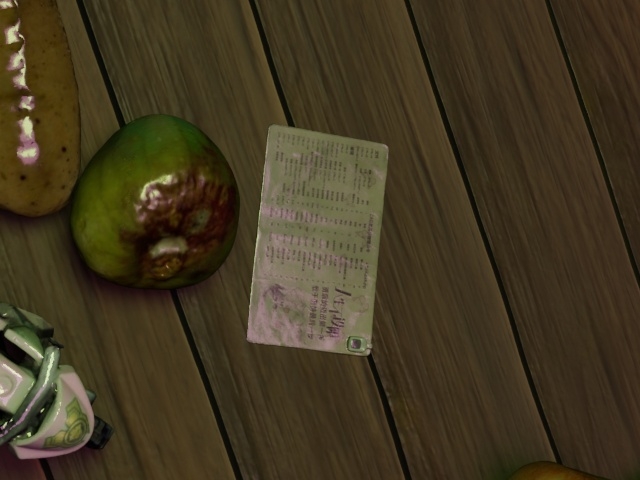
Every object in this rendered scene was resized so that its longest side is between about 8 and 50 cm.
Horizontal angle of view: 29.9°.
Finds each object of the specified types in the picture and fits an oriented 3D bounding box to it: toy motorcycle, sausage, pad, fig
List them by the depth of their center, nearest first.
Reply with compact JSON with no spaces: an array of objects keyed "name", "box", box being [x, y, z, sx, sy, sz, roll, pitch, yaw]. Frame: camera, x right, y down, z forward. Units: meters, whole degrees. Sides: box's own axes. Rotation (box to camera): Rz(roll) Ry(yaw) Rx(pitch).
[{"name":"toy motorcycle","box":[-0.345,0.123,1.202,0.327,0.188,0.143,35,81,-14]},{"name":"sausage","box":[-0.353,-0.269,1.274,0.136,0.123,0.501,-15,90,15]},{"name":"fig","box":[-0.177,-0.045,1.295,0.181,0.181,0.191,11,55,-19]},{"name":"pad","box":[0.000,0.000,1.436,0.159,0.009,0.265,8,82,-19]}]

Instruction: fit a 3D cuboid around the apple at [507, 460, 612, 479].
[{"name":"apple","box":[0.293,0.349,1.423,0.182,0.182,0.155,20,86,-17]}]
